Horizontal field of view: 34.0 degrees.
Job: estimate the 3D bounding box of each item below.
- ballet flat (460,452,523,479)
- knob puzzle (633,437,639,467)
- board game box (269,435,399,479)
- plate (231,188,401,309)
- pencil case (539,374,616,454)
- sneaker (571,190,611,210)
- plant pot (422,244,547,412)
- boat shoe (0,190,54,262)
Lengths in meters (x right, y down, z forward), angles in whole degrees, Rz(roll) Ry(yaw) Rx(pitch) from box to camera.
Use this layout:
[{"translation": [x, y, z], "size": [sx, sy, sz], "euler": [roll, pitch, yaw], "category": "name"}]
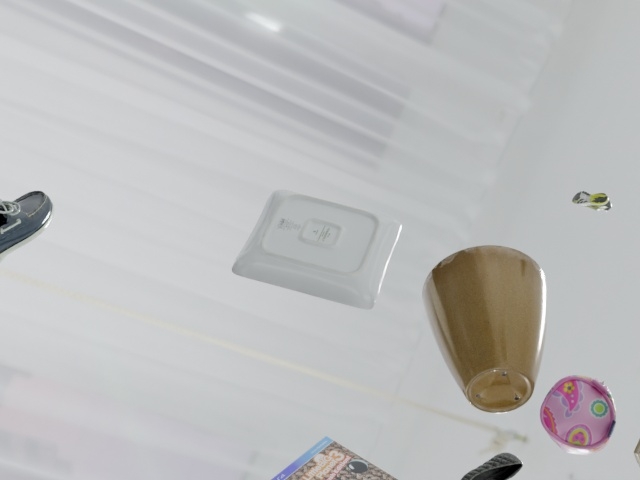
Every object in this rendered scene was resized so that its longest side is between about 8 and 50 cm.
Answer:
[{"translation": [0.318, 0.465, 2.019], "size": [0.173, 0.058, 0.049], "euler": [-33, -164, -25], "category": "ballet flat"}, {"translation": [0.518, 0.284, 1.506], "size": [0.030, 0.213, 0.213], "euler": [13, -101, 40], "category": "knob puzzle"}, {"translation": [0.045, 0.623, 2.408], "size": [0.291, 0.232, 0.141], "euler": [24, -48, 37], "category": "board game box"}, {"translation": [0.000, 0.000, 2.013], "size": [0.277, 0.277, 0.045], "euler": [-66, 168, -49], "category": "plate"}, {"translation": [0.425, 0.289, 1.714], "size": [0.284, 0.124, 0.124], "euler": [45, 62, -71], "category": "pencil case"}, {"translation": [0.508, -0.069, 1.958], "size": [0.083, 0.035, 0.031], "euler": [12, -118, 54], "category": "sneaker"}, {"translation": [0.312, 0.178, 1.896], "size": [0.237, 0.237, 0.254], "euler": [-55, -159, 34], "category": "plant pot"}, {"translation": [-0.548, -0.026, 1.775], "size": [0.254, 0.095, 0.079], "euler": [-47, 135, -46], "category": "boat shoe"}]
